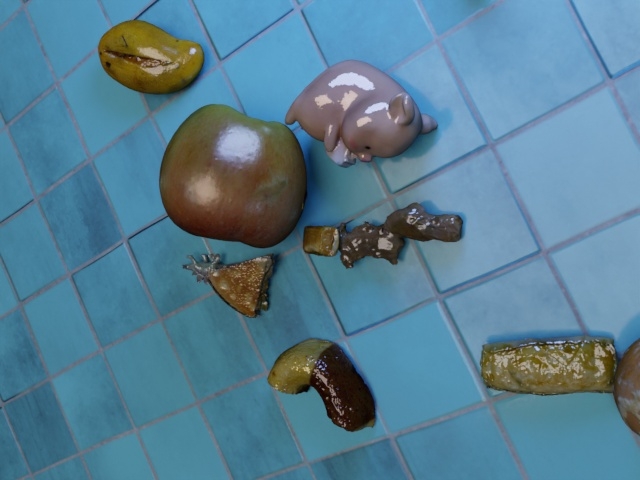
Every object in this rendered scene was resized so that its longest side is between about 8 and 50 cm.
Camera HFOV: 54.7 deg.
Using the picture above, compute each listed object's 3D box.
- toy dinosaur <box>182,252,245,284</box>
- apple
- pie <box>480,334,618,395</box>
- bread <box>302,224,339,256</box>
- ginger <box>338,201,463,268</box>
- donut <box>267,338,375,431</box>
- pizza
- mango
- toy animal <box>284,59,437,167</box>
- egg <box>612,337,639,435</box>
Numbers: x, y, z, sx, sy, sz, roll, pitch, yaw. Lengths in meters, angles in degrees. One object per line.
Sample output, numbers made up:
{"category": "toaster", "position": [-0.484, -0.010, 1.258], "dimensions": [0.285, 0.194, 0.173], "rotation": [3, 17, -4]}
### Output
{"category": "toy dinosaur", "position": [-0.270, 0.071, 1.602], "dimensions": [0.208, 0.039, 0.082], "rotation": [-6, 93, 23]}
{"category": "apple", "position": [-0.188, -0.146, 1.390], "dimensions": [0.338, 0.338, 0.305], "rotation": [10, 85, 23]}
{"category": "pie", "position": [0.470, 0.259, 1.269], "dimensions": [0.282, 0.068, 0.129], "rotation": [-6, 94, 21]}
{"category": "bread", "position": [0.000, 0.000, 1.432], "dimensions": [0.132, 0.053, 0.074], "rotation": [180, 96, -66]}
{"category": "ginger", "position": [0.168, -0.010, 1.366], "dimensions": [0.290, 0.084, 0.122], "rotation": [-15, 83, 25]}
{"category": "donut", "position": [0.005, 0.331, 1.467], "dimensions": [0.295, 0.112, 0.151], "rotation": [25, 108, 19]}
{"category": "pizza", "position": [-0.178, 0.091, 1.543], "dimensions": [0.185, 0.052, 0.195], "rotation": [43, 115, -9]}
{"category": "mango", "position": [-0.439, -0.463, 1.574], "dimensions": [0.294, 0.120, 0.177], "rotation": [17, 105, 22]}
{"category": "toy animal", "position": [0.080, -0.262, 1.314], "dimensions": [0.256, 0.195, 0.213], "rotation": [41, 105, 18]}
{"category": "egg", "position": [0.636, 0.268, 1.126], "dimensions": [0.194, 0.195, 0.233], "rotation": [-4, 105, 25]}
